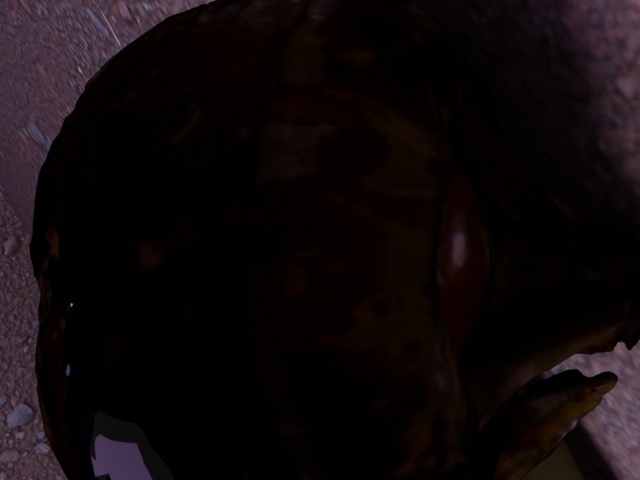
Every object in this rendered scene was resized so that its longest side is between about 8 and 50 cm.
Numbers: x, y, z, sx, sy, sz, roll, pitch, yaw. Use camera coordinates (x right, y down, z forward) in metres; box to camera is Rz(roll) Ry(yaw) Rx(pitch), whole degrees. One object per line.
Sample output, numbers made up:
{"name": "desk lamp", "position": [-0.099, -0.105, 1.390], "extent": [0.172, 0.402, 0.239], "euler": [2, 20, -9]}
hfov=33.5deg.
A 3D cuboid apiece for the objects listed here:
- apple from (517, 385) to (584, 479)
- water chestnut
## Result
{"name": "apple", "position": [0.031, 0.207, 0.697], "extent": [0.258, 0.233, 0.295], "euler": [44, 158, 22]}
{"name": "water chestnut", "position": [-0.003, 0.031, 0.483], "extent": [0.289, 0.244, 0.289], "euler": [180, 90, -67]}
